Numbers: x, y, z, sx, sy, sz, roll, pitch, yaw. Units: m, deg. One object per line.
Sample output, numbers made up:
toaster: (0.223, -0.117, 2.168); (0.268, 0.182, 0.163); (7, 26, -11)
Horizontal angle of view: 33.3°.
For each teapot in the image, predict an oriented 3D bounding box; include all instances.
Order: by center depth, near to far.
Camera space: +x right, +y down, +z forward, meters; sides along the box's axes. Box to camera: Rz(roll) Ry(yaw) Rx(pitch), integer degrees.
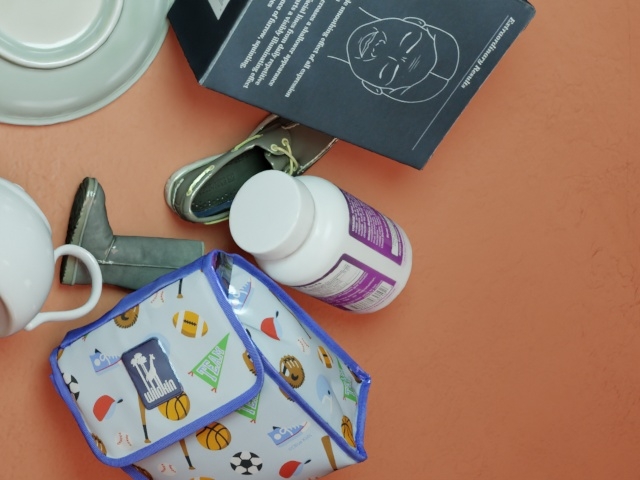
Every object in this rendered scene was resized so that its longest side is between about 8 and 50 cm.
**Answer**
teapot: (-0.453, 0.000, 1.450); (0.256, 0.253, 0.187); (78, 31, -46)

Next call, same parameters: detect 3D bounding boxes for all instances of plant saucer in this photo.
plant saucer: (-0.374, -0.341, 1.418); (0.401, 0.100, 0.400); (-9, 111, -23)

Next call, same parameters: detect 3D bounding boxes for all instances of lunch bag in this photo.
lunch bag: (-0.162, 0.221, 1.583); (0.328, 0.239, 0.385); (-30, 119, 20)

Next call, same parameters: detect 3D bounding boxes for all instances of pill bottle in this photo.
pill bottle: (0.000, 0.000, 1.622); (0.301, 0.169, 0.169); (28, 95, -52)

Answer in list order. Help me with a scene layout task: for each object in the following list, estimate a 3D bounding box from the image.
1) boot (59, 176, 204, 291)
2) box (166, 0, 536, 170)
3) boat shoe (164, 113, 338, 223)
boot: (-0.272, 0.002, 1.601); (0.209, 0.076, 0.189); (8, 119, -20)
box: (0.041, -0.319, 1.494); (0.396, 0.212, 0.293); (18, 119, -33)
boat shoe: (-0.088, -0.114, 1.636); (0.305, 0.091, 0.109); (-29, 118, -13)
